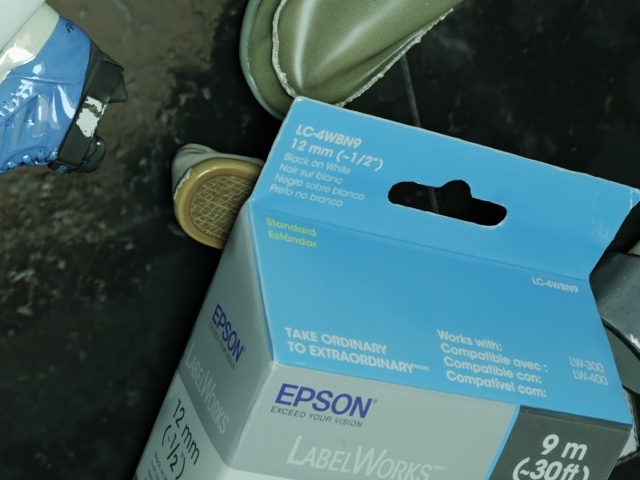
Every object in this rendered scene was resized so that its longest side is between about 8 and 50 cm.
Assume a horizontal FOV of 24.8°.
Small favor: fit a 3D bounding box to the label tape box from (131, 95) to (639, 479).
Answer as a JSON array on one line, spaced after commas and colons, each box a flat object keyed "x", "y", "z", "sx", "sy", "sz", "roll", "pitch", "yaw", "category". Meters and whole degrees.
[{"x": 0.042, "y": 0.115, "z": 0.864, "sx": 0.249, "sy": 0.115, "sz": 0.348, "roll": 13, "pitch": 114, "yaw": -27, "category": "label tape box"}]

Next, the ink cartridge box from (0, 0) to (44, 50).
[{"x": -0.176, "y": -0.160, "z": 0.717, "sx": 0.208, "sy": 0.153, "sz": 0.087, "roll": -50, "pitch": 118, "yaw": -6, "category": "ink cartridge box"}]

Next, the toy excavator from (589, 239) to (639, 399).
[{"x": 0.419, "y": 0.150, "z": 0.911, "sx": 0.222, "sy": 0.445, "sz": 0.433, "roll": -41, "pitch": 116, "yaw": -11, "category": "toy excavator"}]

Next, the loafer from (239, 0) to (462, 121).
[{"x": 0.050, "y": -0.173, "z": 0.859, "sx": 0.094, "sy": 0.087, "sz": 0.251, "roll": 43, "pitch": 82, "yaw": -27, "category": "loafer"}]

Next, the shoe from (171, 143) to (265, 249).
[{"x": 0.000, "y": 0.000, "z": 0.894, "sx": 0.219, "sy": 0.058, "sz": 0.076, "roll": 29, "pitch": 98, "yaw": -29, "category": "shoe"}]

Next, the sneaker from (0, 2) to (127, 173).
[{"x": -0.166, "y": -0.049, "z": 0.801, "sx": 0.084, "sy": 0.058, "sz": 0.152, "roll": 36, "pitch": 79, "yaw": -19, "category": "sneaker"}]
